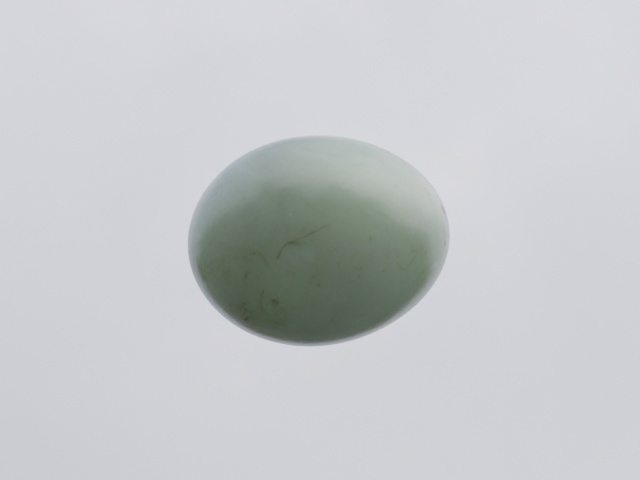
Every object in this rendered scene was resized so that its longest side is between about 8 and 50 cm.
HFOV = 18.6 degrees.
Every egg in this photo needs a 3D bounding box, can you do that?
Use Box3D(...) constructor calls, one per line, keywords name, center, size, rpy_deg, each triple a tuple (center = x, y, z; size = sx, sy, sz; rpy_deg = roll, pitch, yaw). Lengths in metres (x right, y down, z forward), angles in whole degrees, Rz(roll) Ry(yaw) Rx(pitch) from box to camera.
Box3D(name="egg", center=(0.000, 0.000, 1.381), size=(0.192, 0.149, 0.149), rpy_deg=(-2, -37, -25))
